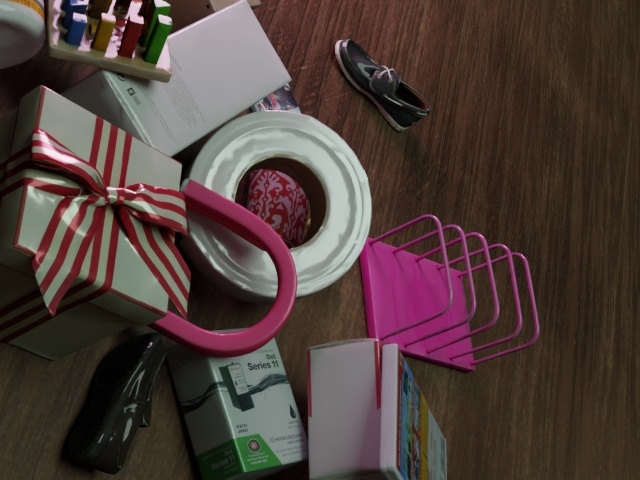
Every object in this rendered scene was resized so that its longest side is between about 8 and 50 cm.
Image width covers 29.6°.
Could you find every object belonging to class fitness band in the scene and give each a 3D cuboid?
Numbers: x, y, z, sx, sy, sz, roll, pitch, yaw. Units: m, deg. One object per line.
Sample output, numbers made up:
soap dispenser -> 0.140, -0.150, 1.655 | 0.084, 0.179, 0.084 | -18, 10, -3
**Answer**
fitness band -> -0.171, 0.037, 1.676 | 0.291, 0.054, 0.209 | 29, 69, 3

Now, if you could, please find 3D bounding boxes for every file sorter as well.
file sorter -> 0.237, 0.095, 2.175 | 0.291, 0.182, 0.202 | 19, 56, -44

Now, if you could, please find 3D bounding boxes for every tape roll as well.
tape roll -> -0.071, -0.047, 1.818 | 0.286, 0.100, 0.286 | 2, 81, -15

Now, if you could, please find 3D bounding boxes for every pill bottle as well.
pill bottle -> -0.453, -0.379, 1.597 | 0.162, 0.162, 0.278 | 12, 62, -48

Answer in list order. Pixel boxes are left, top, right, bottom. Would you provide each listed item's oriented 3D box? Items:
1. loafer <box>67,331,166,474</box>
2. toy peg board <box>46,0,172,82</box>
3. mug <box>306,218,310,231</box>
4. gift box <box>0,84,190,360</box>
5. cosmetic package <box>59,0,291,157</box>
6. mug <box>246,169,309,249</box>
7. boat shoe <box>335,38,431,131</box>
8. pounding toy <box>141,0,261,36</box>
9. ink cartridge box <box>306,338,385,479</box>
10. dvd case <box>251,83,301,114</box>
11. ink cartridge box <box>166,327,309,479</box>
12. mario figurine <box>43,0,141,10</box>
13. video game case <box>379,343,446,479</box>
loafer -> -0.259, 0.215, 1.593 | 0.078, 0.080, 0.220 | 55, 42, -31
toy peg board -> -0.268, -0.299, 1.582 | 0.161, 0.079, 0.161 | 11, 39, -22
mug -> 0.000, 0.003, 2.043 | 0.078, 0.062, 0.064 | 44, 46, 6
gift box -> -0.314, 0.004, 1.479 | 0.255, 0.258, 0.276 | 24, 52, -42
cosmetic package -> -0.228, -0.204, 1.754 | 0.155, 0.197, 0.365 | 59, 38, -7
mug -> -0.055, -0.048, 1.955 | 0.150, 0.113, 0.169 | 33, 51, -34
boat shoe -> 0.120, -0.312, 2.344 | 0.233, 0.079, 0.084 | 43, 44, -26
pounding toy -> -0.145, -0.398, 1.952 | 0.181, 0.206, 0.094 | -25, 91, -54
ink cartridge box -> 0.077, 0.295, 1.832 | 0.283, 0.117, 0.207 | 53, 31, -59
dvd case -> -0.082, -0.237, 2.105 | 0.119, 0.013, 0.087 | -21, 88, -53
ink cartridge box -> -0.116, 0.233, 1.727 | 0.153, 0.087, 0.208 | -1, 67, -50
mario figurine -> -0.318, -0.444, 1.718 | 0.198, 0.170, 0.320 | -22, 115, -28
video game case -> 0.139, 0.311, 1.775 | 0.285, 0.025, 0.204 | 62, 24, -47
